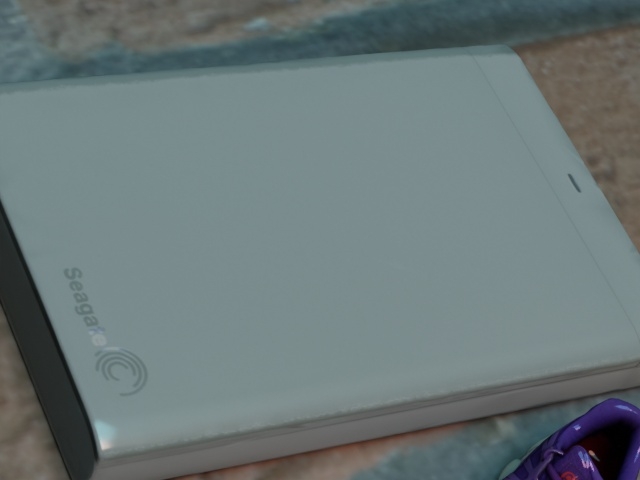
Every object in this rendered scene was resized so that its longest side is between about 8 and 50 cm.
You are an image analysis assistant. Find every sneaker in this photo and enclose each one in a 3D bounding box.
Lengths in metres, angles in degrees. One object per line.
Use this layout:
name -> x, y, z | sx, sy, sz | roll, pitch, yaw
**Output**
sneaker -> 0.087, 0.121, 0.828 | 0.068, 0.071, 0.170 | 35, 46, 7

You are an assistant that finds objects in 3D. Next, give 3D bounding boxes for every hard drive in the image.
hard drive -> 0.000, 0.000, 0.917 | 0.307, 0.040, 0.203 | -7, 55, -30
